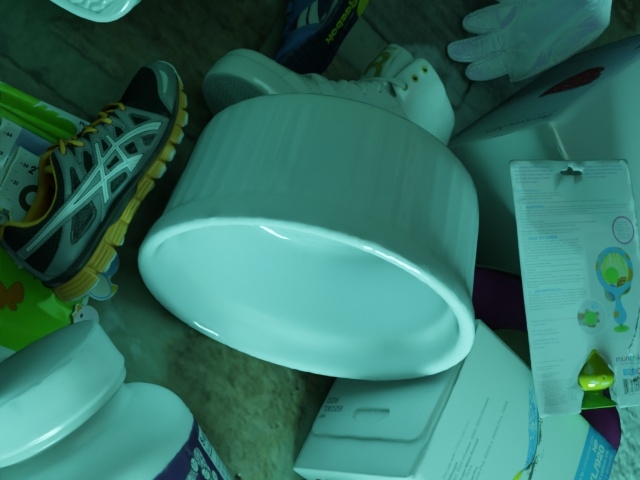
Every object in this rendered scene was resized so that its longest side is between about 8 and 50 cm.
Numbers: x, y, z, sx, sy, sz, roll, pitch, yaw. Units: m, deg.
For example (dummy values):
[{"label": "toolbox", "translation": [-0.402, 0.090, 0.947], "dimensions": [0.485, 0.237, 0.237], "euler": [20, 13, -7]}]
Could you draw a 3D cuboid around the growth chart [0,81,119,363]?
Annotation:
[{"label": "growth chart", "translation": [-0.234, -0.003, 0.811], "dimensions": [0.172, 0.021, 0.237], "euler": [18, 74, -36]}]

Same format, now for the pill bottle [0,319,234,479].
[{"label": "pill bottle", "translation": [-0.143, 0.217, 0.756], "dimensions": [0.169, 0.169, 0.301], "euler": [-40, 108, -34]}]

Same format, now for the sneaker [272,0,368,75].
[{"label": "sneaker", "translation": [-0.010, -0.211, 0.994], "dimensions": [0.144, 0.059, 0.053], "euler": [-54, 148, -12]}]

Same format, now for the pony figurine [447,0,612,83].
[{"label": "pony figurine", "translation": [0.290, -0.376, 1.098], "dimensions": [0.302, 0.351, 0.363], "euler": [63, 35, -17]}]

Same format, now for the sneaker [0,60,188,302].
[{"label": "sneaker", "translation": [-0.177, -0.060, 0.798], "dimensions": [0.083, 0.084, 0.214], "euler": [34, 66, -26]}]

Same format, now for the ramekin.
[{"label": "ramekin", "translation": [0.000, 0.000, 0.837], "dimensions": [0.277, 0.277, 0.135], "euler": [32, 58, -30]}]

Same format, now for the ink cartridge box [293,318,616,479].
[{"label": "ink cartridge box", "translation": [0.132, 0.209, 0.966], "dimensions": [0.233, 0.171, 0.168], "euler": [42, 60, -26]}]

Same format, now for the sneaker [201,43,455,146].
[{"label": "sneaker", "translation": [0.020, -0.134, 0.971], "dimensions": [0.292, 0.108, 0.169], "euler": [37, 65, -39]}]

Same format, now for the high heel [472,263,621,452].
[{"label": "high heel", "translation": [0.204, 0.150, 1.051], "dimensions": [0.377, 0.127, 0.181], "euler": [25, 59, -36]}]

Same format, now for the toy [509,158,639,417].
[{"label": "toy", "translation": [0.240, 0.044, 0.960], "dimensions": [0.137, 0.056, 0.237], "euler": [-2, 80, -23]}]

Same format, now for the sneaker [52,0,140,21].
[{"label": "sneaker", "translation": [-0.246, -0.270, 0.814], "dimensions": [0.256, 0.094, 0.151], "euler": [32, 24, -8]}]

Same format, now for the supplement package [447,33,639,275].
[{"label": "supplement package", "translation": [0.302, -0.099, 1.134], "dimensions": [0.293, 0.178, 0.175], "euler": [-36, 105, -36]}]
